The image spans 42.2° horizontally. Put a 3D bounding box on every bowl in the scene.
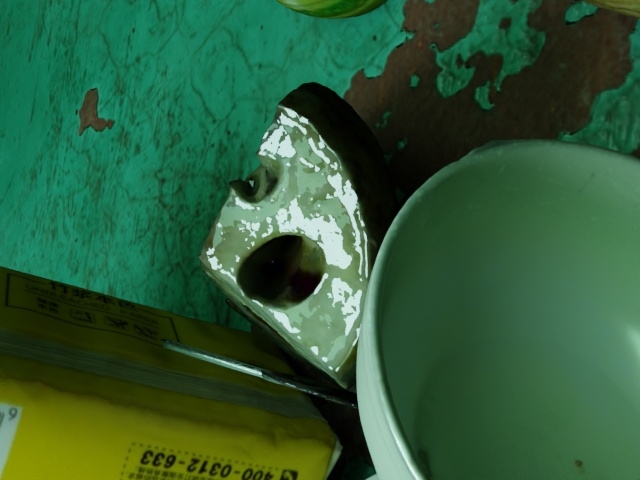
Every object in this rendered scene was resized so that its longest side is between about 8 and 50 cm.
[{"bbox_3d":[0.142,0.091,0.476,0.145,0.277,0.277,111,145,-55],"label":"bowl"}]

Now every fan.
[{"bbox_3d":[-0.019,0.107,0.626,0.227,0.152,0.008,14,83,12],"label":"fan"}]

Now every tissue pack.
[{"bbox_3d":[-0.224,0.195,0.677,0.293,0.382,0.228,-68,24,9],"label":"tissue pack"}]

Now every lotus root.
[{"bbox_3d":[0.004,0.005,0.641,0.142,0.314,0.210,30,93,1],"label":"lotus root"}]

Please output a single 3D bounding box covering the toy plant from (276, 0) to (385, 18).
[{"bbox_3d":[-0.062,-0.315,0.698,0.224,0.316,0.184,-27,64,35],"label":"toy plant"}]

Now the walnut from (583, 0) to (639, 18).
[{"bbox_3d":[0.213,-0.235,0.510,0.213,0.213,0.213,-11,73,42],"label":"walnut"}]

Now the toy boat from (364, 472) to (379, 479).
[{"bbox_3d":[0.064,0.235,0.613,0.295,0.088,0.129,-36,58,33],"label":"toy boat"}]
